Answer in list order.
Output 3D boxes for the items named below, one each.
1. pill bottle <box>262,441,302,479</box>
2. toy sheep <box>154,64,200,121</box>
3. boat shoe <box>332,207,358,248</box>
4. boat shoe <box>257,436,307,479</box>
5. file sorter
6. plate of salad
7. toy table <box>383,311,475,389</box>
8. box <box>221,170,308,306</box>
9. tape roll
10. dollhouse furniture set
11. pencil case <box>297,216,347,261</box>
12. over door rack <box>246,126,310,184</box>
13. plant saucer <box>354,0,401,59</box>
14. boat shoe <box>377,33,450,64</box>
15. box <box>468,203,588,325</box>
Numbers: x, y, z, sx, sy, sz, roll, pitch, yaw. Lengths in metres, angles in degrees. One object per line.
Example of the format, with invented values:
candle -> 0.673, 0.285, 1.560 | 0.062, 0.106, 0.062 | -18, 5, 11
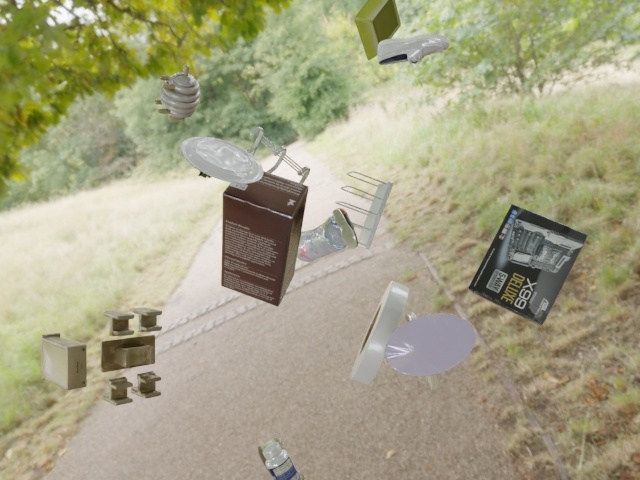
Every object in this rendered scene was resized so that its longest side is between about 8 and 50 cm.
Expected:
pill bottle -> -0.104, 0.600, 1.536 | 0.067, 0.120, 0.067 | -28, 5, 2
toy sheep -> -0.295, -0.306, 1.214 | 0.132, 0.091, 0.091 | -61, 0, 41
boat shoe -> 0.083, -0.039, 1.800 | 0.049, 0.137, 0.043 | -31, -8, 34
boat shoe -> -0.094, 0.743, 1.845 | 0.089, 0.104, 0.285 | -24, 47, -28
file sorter -> 0.149, -0.127, 2.340 | 0.193, 0.173, 0.277 | -160, 90, -82
plate of salad -> -0.231, -0.182, 1.356 | 0.200, 0.200, 0.048 | -77, 12, -59
toy table -> 0.329, 0.334, 1.799 | 0.274, 0.252, 0.161 | -6, -17, -1
box -> -0.162, -0.004, 1.594 | 0.191, 0.381, 0.143 | 20, 49, 6
tape roll -> 0.211, 0.334, 2.086 | 0.392, 0.072, 0.392 | 24, -90, -86
dollhouse furniture set -> -0.525, 0.277, 1.408 | 0.161, 0.212, 0.242 | 2, 1, 45
pencil case -> 0.000, 0.000, 2.132 | 0.113, 0.124, 0.273 | -32, 3, -32
over door rack -> -0.188, -0.179, 1.944 | 0.108, 0.239, 0.324 | -31, -24, -45
plant saucer -> 0.203, -0.724, 1.922 | 0.045, 0.188, 0.188 | 26, 73, 30
boat shoe -> 0.228, -0.469, 1.444 | 0.184, 0.066, 0.063 | 4, 80, 19
box -> 0.635, 0.075, 1.786 | 0.242, 0.076, 0.307 | 27, 86, 24
